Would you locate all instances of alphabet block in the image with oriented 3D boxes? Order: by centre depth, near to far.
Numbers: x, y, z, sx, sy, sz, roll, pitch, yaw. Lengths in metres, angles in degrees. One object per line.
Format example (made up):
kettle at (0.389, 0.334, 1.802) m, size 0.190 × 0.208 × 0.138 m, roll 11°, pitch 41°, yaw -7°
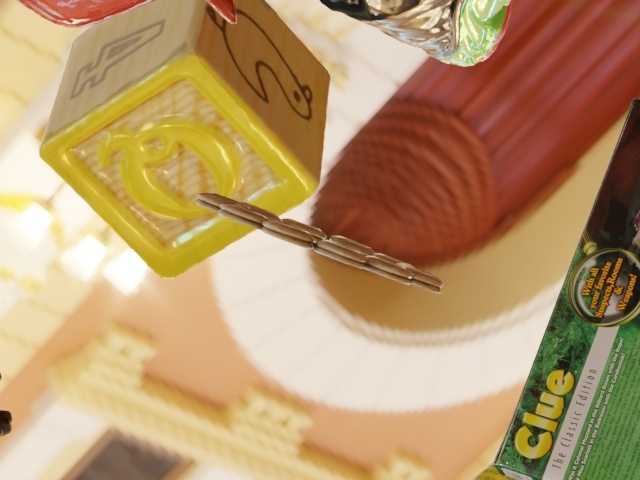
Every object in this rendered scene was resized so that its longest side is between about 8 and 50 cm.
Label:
alphabet block at (-0.122, -0.118, 1.813) m, size 0.192 × 0.193 × 0.197 m, roll 45°, pitch -153°, yaw -26°

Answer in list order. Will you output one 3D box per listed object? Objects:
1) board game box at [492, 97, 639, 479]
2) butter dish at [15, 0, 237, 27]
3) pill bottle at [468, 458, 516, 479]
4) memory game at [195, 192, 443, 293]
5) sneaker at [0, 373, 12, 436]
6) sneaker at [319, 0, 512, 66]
board game box at (0.216, 0.044, 1.212) m, size 0.136 × 0.260 × 0.030 m, roll 18°, pitch 165°, yaw 21°
butter dish at (-0.128, -0.154, 0.815) m, size 0.160 × 0.118 × 0.160 m, roll 48°, pitch -168°, yaw -50°
pill bottle at (0.143, 0.249, 1.323) m, size 0.188 × 0.334 × 0.188 m, roll 47°, pitch 162°, yaw 21°
memory game at (0.000, 0.000, 1.363) m, size 0.186 × 0.012 × 0.186 m, roll 20°, pitch -177°, yaw -1°
sneaker at (-0.330, 0.083, 1.281) m, size 0.276 × 0.135 × 0.098 m, roll 35°, pitch -149°, yaw -42°
sneaker at (0.078, -0.289, 1.552) m, size 0.202 × 0.483 × 0.185 m, roll 11°, pitch -116°, yaw 0°
